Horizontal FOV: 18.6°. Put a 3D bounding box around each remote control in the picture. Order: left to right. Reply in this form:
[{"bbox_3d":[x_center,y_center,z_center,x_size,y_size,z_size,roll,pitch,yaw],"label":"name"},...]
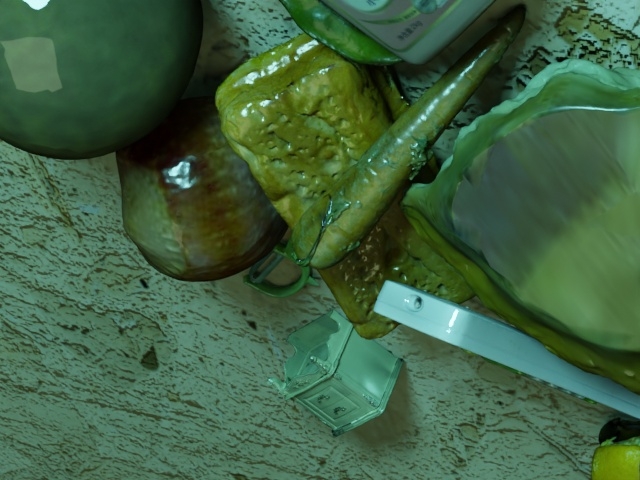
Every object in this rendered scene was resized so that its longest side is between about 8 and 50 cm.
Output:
[{"bbox_3d":[0.158,0.088,1.522,0.250,0.034,0.103,24,178,-39],"label":"remote control"}]

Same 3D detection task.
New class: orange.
[{"bbox_3d":[0.299,0.225,1.656,0.170,0.112,0.160,31,145,11],"label":"orange"}]

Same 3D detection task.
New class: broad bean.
[{"bbox_3d":[-0.010,-0.178,1.366,0.195,0.061,0.046,34,140,-12],"label":"broad bean"}]

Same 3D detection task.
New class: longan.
[{"bbox_3d":[-0.182,-0.149,1.400,0.198,0.198,0.212,17,145,11],"label":"longan"}]

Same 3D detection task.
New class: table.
[{"bbox_3d":[0.012,0.118,1.717,0.083,0.062,0.079,38,141,-17],"label":"table"}]

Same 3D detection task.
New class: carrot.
[{"bbox_3d":[0.063,-0.071,1.392,0.049,0.049,0.254,35,111,-14],"label":"carrot"}]

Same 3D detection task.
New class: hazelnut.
[{"bbox_3d":[-0.088,-0.040,1.530,0.143,0.143,0.154,6,123,24],"label":"hazelnut"}]

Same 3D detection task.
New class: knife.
[{"bbox_3d":[0.000,0.001,1.620,0.054,0.015,0.212,31,143,-10],"label":"knife"}]

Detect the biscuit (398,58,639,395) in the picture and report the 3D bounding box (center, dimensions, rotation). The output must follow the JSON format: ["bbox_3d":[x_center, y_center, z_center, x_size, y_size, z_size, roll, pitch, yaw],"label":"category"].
[{"bbox_3d":[0.223,-0.035,1.339,0.329,0.078,0.335,25,126,11],"label":"biscuit"}]

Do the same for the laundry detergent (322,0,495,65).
[{"bbox_3d":[0.023,-0.234,1.271,0.237,0.076,0.171,38,139,-11],"label":"laundry detergent"}]

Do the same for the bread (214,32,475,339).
[{"bbox_3d":[0.032,-0.043,1.483,0.139,0.077,0.271,-26,129,12],"label":"bread"}]
